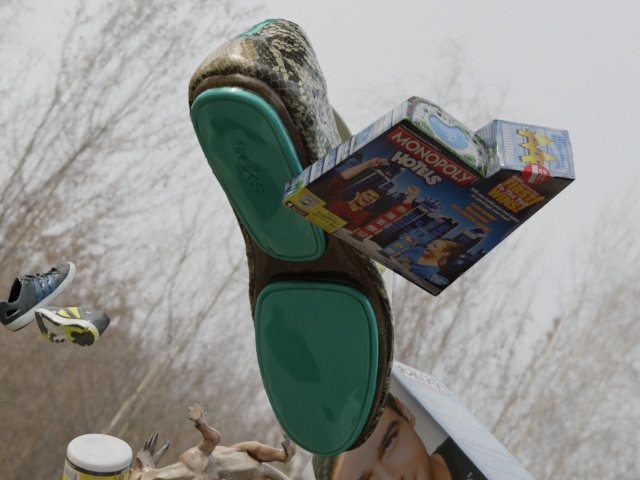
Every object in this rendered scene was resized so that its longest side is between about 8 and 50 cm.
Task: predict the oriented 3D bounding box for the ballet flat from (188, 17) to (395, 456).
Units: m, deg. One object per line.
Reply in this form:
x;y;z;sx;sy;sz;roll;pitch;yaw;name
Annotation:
0.000;0.000;0.995;0.164;0.182;0.482;4;-53;26;ballet flat

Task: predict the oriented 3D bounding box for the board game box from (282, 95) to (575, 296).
0.103;-0.051;0.824;0.194;0.060;0.194;31;-46;-32;board game box

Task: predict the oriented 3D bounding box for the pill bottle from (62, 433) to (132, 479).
-0.228;0.259;0.974;0.065;0.116;0.065;12;15;-3;pill bottle

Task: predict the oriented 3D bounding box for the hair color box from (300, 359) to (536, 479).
0.129;0.296;1.029;0.114;0.185;0.374;25;10;-30;hair color box

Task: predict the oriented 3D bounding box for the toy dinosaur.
-0.154;0.337;1.416;0.296;0.127;0.200;17;-31;-28;toy dinosaur

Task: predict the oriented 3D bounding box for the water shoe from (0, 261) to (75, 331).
-0.578;0.095;1.983;0.073;0.203;0.080;-17;-63;42;water shoe

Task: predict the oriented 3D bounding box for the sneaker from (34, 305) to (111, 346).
-0.222;0.074;0.879;0.083;0.035;0.031;12;-59;33;sneaker
